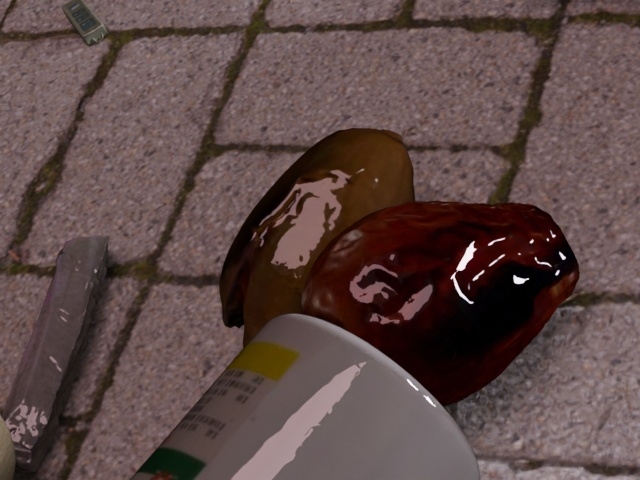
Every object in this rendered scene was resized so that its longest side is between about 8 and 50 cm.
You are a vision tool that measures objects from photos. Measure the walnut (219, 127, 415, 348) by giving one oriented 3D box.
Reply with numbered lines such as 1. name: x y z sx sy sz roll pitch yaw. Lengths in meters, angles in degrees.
1. walnut: 0.000 0.000 1.559 0.137 0.137 0.245 19 61 36

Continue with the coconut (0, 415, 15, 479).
1. coconut: -0.382 0.195 1.480 0.245 0.245 0.247 -2 28 23

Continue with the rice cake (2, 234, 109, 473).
1. rice cake: -0.243 0.098 1.633 0.055 0.049 0.269 9 52 3

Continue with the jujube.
1. jujube: 0.101 0.042 1.450 0.236 0.168 0.168 -22 42 -22

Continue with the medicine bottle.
1. medicine bottle: -0.060 0.239 1.308 0.208 0.208 0.339 24 63 38

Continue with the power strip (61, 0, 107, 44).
1. power strip: -0.261 -0.243 1.972 0.027 0.017 0.083 -32 46 -8
